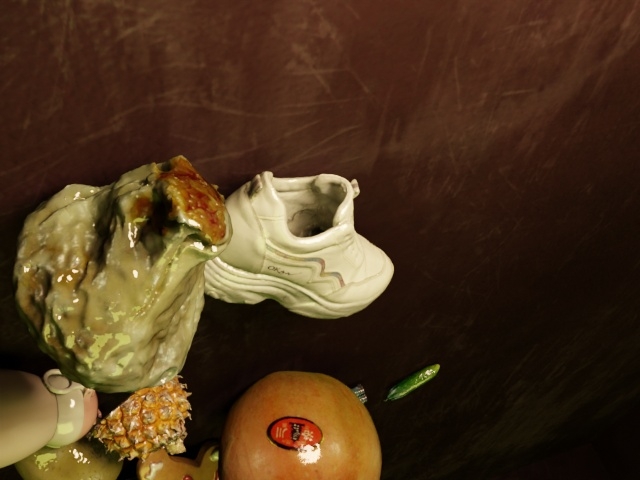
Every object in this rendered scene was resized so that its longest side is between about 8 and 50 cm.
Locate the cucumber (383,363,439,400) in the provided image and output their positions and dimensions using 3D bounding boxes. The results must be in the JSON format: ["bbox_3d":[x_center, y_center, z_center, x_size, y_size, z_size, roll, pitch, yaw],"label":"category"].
[{"bbox_3d":[0.223,0.353,1.719,0.168,0.039,0.039,-34,147,11],"label":"cucumber"}]

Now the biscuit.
[{"bbox_3d":[-0.284,0.563,1.585,0.339,0.047,0.216,24,88,-42],"label":"biscuit"}]

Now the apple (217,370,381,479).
[{"bbox_3d":[-0.044,0.416,1.403,0.338,0.305,0.338,-5,143,-4],"label":"apple"}]

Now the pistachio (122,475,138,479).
[{"bbox_3d":[-0.389,0.618,1.633,0.238,0.138,0.153,19,104,-42],"label":"pistachio"}]

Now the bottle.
[{"bbox_3d":[-0.447,0.262,1.053,0.236,0.147,0.147,4,140,-49],"label":"bottle"}]

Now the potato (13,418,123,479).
[{"bbox_3d":[-0.444,0.365,1.195,0.157,0.157,0.194,-30,134,12],"label":"potato"}]

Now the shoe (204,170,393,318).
[{"bbox_3d":[0.000,0.000,0.943,0.342,0.132,0.210,10,138,-38],"label":"shoe"}]

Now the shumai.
[{"bbox_3d":[-0.187,0.054,0.776,0.222,0.225,0.261,-6,118,21],"label":"shumai"}]

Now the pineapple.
[{"bbox_3d":[-0.278,0.311,1.173,0.161,0.137,0.176,-43,179,23],"label":"pineapple"}]

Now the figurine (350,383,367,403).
[{"bbox_3d":[0.044,0.387,1.619,0.136,0.079,0.077,-18,107,0],"label":"figurine"}]
